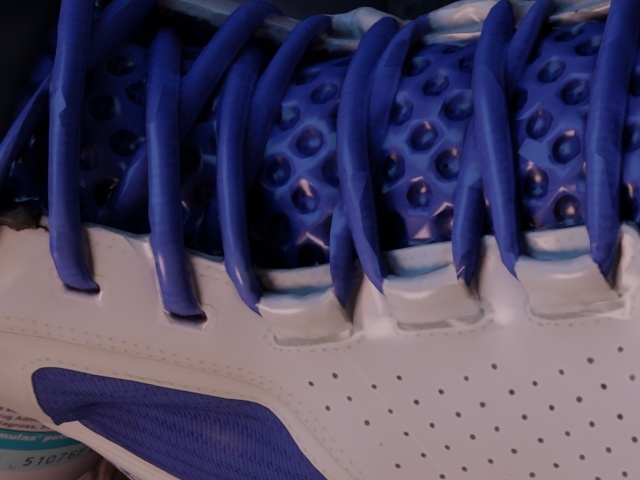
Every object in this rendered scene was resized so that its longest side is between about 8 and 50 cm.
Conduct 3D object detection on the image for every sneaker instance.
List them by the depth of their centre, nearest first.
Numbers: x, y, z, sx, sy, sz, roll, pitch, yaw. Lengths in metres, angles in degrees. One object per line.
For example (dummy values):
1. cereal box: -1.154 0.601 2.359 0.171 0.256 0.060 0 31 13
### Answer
1. sneaker: -0.001 0.000 0.410 0.315 0.182 0.127 -23 45 52

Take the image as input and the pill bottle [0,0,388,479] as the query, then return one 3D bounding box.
1. pill bottle: -0.075 -0.044 0.594 0.264 0.146 0.146 -52 24 38
